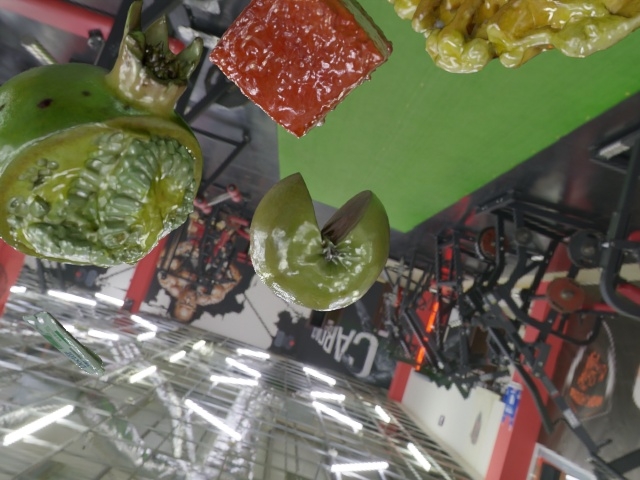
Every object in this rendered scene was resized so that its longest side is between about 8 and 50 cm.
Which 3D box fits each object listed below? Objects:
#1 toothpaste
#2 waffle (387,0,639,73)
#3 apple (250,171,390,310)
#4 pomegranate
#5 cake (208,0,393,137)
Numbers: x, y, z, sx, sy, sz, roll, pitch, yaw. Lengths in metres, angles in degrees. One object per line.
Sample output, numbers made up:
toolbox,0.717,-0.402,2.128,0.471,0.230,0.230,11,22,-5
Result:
toothpaste,-0.524,0.220,1.100,0.064,0.041,0.218,-14,131,17
waffle,0.195,-0.255,0.406,0.300,0.282,0.058,-29,139,16
apple,0.000,0.000,1.068,0.291,0.292,0.254,20,-172,-11
pomegranate,-0.260,-0.115,0.639,0.260,0.341,0.260,33,-167,-8
cake,-0.036,-0.388,1.061,0.270,0.269,0.319,43,-157,-14
